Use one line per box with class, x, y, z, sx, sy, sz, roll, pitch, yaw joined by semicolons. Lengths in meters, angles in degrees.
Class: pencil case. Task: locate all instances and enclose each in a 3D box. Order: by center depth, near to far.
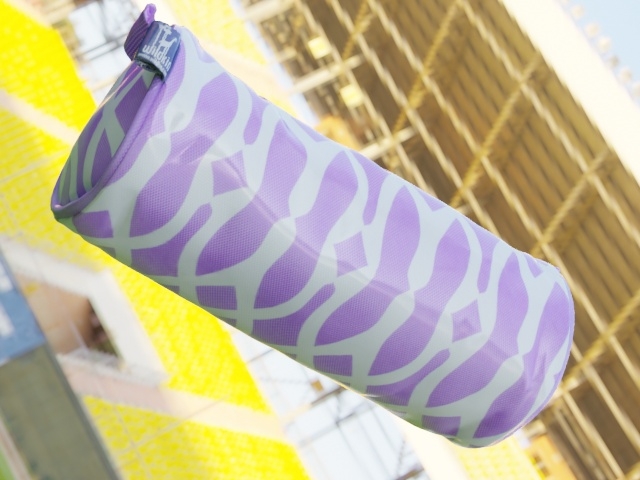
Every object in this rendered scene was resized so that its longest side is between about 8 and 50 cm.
pencil case;0.000;0.000;0.500;0.206;0.088;0.086;34;-46;-22
